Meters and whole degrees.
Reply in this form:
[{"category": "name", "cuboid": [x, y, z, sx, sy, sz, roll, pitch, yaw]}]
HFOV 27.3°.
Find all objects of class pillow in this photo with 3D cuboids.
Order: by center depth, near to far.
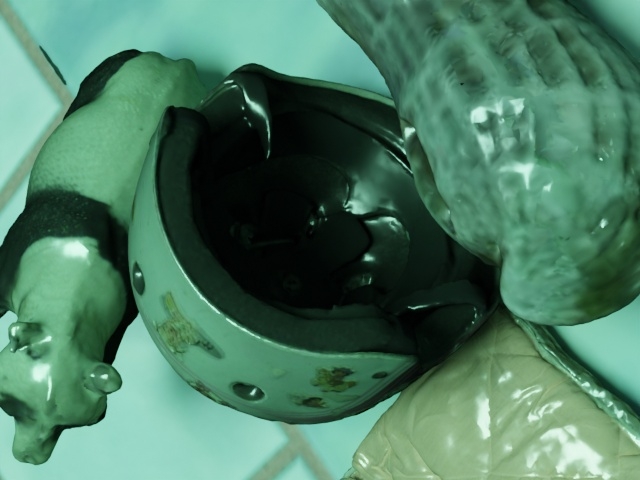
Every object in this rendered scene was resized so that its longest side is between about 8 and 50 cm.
[{"category": "pillow", "cuboid": [0.055, 0.143, 0.610, 0.126, 0.043, 0.232, 47, 119, 28]}]

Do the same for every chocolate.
[{"category": "chocolate", "cuboid": [0.068, -0.081, 0.550, 0.110, 0.110, 0.248, -36, 74, 30]}]

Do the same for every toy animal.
[{"category": "toy animal", "cuboid": [-0.109, 0.004, 0.635, 0.093, 0.225, 0.121, 30, 141, -10]}]

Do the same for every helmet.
[{"category": "helmet", "cuboid": [-0.011, 0.012, 0.572, 0.153, 0.177, 0.107, 44, 125, 12]}]
